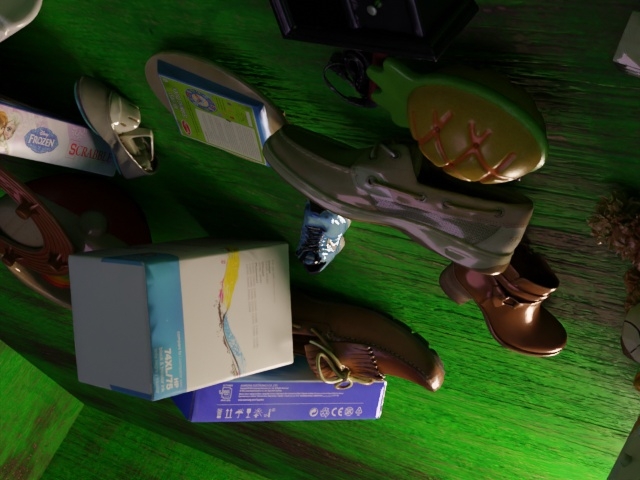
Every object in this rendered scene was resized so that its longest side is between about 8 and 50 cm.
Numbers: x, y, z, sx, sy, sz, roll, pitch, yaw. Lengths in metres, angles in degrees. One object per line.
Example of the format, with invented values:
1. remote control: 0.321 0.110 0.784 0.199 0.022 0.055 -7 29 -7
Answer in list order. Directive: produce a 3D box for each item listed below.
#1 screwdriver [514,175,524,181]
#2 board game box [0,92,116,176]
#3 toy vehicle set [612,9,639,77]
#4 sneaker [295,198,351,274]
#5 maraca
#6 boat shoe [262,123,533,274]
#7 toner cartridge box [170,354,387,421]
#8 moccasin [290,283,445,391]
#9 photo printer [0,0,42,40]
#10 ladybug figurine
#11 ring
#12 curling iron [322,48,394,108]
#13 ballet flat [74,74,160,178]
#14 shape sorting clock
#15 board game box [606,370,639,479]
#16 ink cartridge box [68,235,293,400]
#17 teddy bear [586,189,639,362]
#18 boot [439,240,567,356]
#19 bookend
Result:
1. screwdriver: 0.138 -0.109 1.016 0.170 0.024 0.025 31 -173 10
2. board game box: -0.484 -0.180 1.333 0.318 0.066 0.318 20 -176 19
3. toy vehicle set: 0.338 -0.095 0.670 0.267 0.035 0.166 22 -166 16
4. sneaker: 0.000 0.000 1.326 0.063 0.073 0.162 23 157 14
5. maraca: 0.126 -0.115 0.907 0.185 0.099 0.127 26 158 20
6. boat shoe: 0.084 -0.069 1.073 0.302 0.109 0.098 26 118 7
7. toner cartridge box: -0.079 0.240 1.656 0.348 0.075 0.165 4 -167 -27
8. moccasin: 0.017 0.169 1.569 0.380 0.147 0.139 19 156 21
9. photo printer: -0.496 -0.319 1.170 0.256 0.107 0.307 38 156 -27
10. ladybug figurine: -0.419 0.001 1.691 0.305 0.162 0.449 36 156 -16
11. ring: -0.513 -0.052 1.473 0.336 0.032 0.336 25 151 15
12. curling iron: 0.049 -0.201 0.893 0.068 0.035 0.274 27 158 3
13. ballet flat: -0.269 -0.157 1.333 0.068 0.072 0.213 -5 151 6
14. shape sorting clock: -0.118 -0.158 1.168 0.206 0.040 0.206 22 160 9
15. board game box: 0.391 0.240 0.986 0.050 0.390 0.390 39 156 -6
16. ink cartridge box: -0.204 0.105 1.468 0.270 0.197 0.198 -9 -172 -44
17. teddy bear: 0.365 0.040 0.911 0.245 0.113 0.338 43 156 -2
18. boot: 0.253 0.072 1.199 0.197 0.073 0.152 30 153 -10
19. bookend: 0.026 -0.231 0.760 0.157 0.072 0.156 17 144 34
